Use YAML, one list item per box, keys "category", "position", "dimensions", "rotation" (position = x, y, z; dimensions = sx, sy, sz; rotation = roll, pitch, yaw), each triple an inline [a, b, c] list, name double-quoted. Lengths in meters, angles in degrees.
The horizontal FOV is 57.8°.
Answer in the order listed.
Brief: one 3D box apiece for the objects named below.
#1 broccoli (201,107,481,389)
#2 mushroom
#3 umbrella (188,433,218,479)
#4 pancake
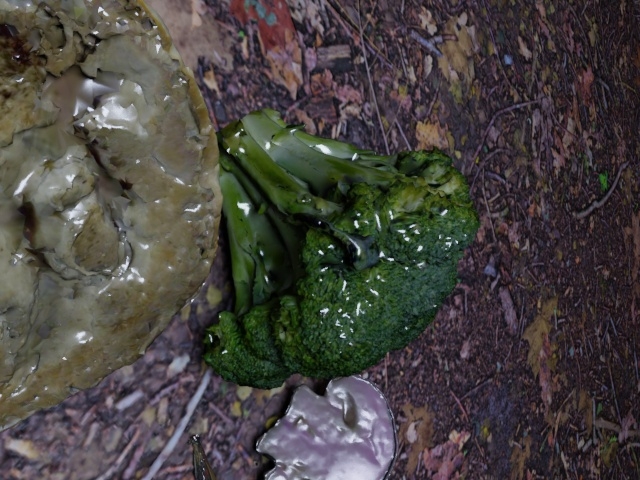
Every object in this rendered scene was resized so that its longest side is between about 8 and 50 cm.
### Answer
- category: "broccoli"
  position: [0.000, 0.000, 0.594]
  dimensions: [0.283, 0.304, 0.321]
  rotation: [48, 27, -4]
- category: "mushroom"
  position: [0.009, 0.256, 0.673]
  dimensions: [0.188, 0.141, 0.117]
  rotation: [-50, 155, -30]
- category: "umbrella"
  position: [-0.121, 0.242, 0.606]
  dimensions: [0.031, 0.020, 0.083]
  rotation: [-22, 97, -45]
- category: "pancake"
  position: [-0.234, -0.020, 0.372]
  dimensions: [0.387, 0.082, 0.387]
  rotation: [-26, 133, -31]
